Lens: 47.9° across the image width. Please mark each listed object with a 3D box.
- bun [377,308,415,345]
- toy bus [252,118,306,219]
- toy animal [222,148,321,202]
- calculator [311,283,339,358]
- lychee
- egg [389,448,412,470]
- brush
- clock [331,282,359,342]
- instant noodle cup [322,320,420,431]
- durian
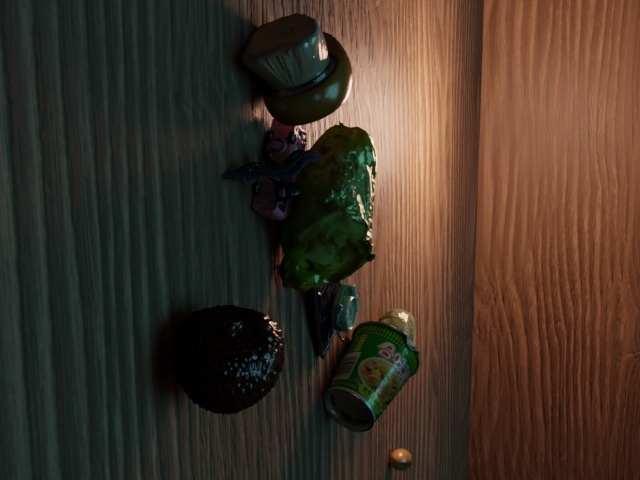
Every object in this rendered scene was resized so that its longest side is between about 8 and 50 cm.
[{"bbox_3d":[0.214,0.297,2.145,0.195,0.118,0.196,5,90,-73],"label":"bun"},{"bbox_3d":[-0.081,-0.142,1.439,0.090,0.063,0.203,42,57,-63],"label":"toy bus"},{"bbox_3d":[-0.078,-0.124,1.346,0.220,0.062,0.108,-16,83,-35],"label":"toy animal"},{"bbox_3d":[0.018,0.141,1.736,0.166,0.028,0.274,-59,152,-47],"label":"calculator"},{"bbox_3d":[-0.154,0.194,1.179,0.194,0.194,0.195,4,90,-67],"label":"lychee"},{"bbox_3d":[0.265,0.731,2.405,0.083,0.071,0.071,34,62,-50],"label":"egg"},{"bbox_3d":[-0.035,-0.357,1.395,0.267,0.174,0.166,-73,146,-46],"label":"brush"},{"bbox_3d":[0.058,0.181,1.763,0.101,0.041,0.135,78,25,-45],"label":"clock"},{"bbox_3d":[0.122,0.356,1.861,0.233,0.207,0.207,-48,138,-43],"label":"instant noodle cup"},{"bbox_3d":[0.031,-0.072,1.507,0.256,0.204,0.340,133,-30,-61],"label":"durian"}]
